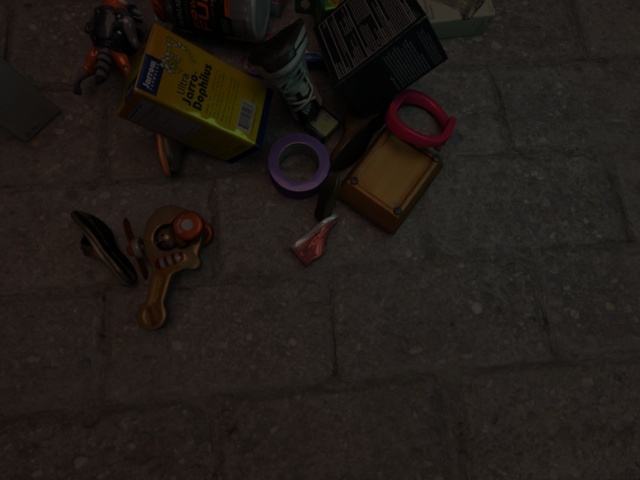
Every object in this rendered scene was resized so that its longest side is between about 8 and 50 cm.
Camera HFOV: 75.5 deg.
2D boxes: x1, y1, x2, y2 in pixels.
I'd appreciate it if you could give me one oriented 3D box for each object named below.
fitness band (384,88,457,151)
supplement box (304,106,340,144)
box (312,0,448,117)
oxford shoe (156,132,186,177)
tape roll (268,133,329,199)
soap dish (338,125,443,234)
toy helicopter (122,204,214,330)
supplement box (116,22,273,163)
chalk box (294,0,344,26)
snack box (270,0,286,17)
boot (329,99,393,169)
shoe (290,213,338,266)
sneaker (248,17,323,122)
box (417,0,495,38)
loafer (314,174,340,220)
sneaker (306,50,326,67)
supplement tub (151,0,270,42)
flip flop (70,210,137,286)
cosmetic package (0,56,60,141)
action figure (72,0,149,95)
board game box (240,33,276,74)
[{"bbox_3d":[0.311,-0.376,1.285,0.208,0.054,0.291,31,45,4],"label":"fitness band"},{"bbox_3d":[0.004,-0.370,1.331,0.083,0.056,0.083,41,78,6],"label":"supplement box"},{"bbox_3d":[0.166,-0.586,1.224,0.293,0.182,0.297,-30,57,24],"label":"box"},{"bbox_3d":[-0.421,-0.367,1.273,0.132,0.130,0.365,4,77,-9],"label":"oxford shoe"},{"bbox_3d":[-0.067,-0.229,1.284,0.188,0.080,0.189,1,78,-4],"label":"tape roll"},{"bbox_3d":[0.217,-0.197,1.274,0.228,0.118,0.291,36,77,5],"label":"soap dish"},{"bbox_3d":[-0.456,0.072,1.168,0.234,0.140,0.356,10,79,1],"label":"toy helicopter"},{"bbox_3d":[-0.342,-0.388,1.160,0.356,0.194,0.196,19,74,-36],"label":"supplement box"},{"bbox_3d":[0.060,-0.785,1.360,0.288,0.180,0.179,-13,83,-5],"label":"chalk box"},{"bbox_3d":[-0.192,-0.900,1.432,0.174,0.070,0.207,17,76,0],"label":"snack box"},{"bbox_3d":[0.105,-0.353,1.323,0.115,0.112,0.305,30,71,21],"label":"boot"},{"bbox_3d":[0.000,0.000,1.248,0.177,0.063,0.081,-38,83,-5],"label":"shoe"},{"bbox_3d":[-0.059,-0.455,1.165,0.169,0.448,0.258,-29,116,10],"label":"sneaker"},{"bbox_3d":[0.445,-0.776,1.429,0.274,0.094,0.113,-11,79,-6],"label":"box"},{"bbox_3d":[0.024,-0.129,1.257,0.056,0.050,0.148,36,116,27],"label":"loafer"},{"bbox_3d":[-0.049,-0.590,1.375,0.152,0.058,0.085,26,71,7],"label":"sneaker"},{"bbox_3d":[-0.344,-0.761,1.315,0.337,0.207,0.208,10,77,5],"label":"supplement tub"},{"bbox_3d":[-0.635,0.027,1.190,0.080,0.112,0.277,-37,87,4],"label":"flip flop"},{"bbox_3d":[-0.942,-0.463,1.128,0.217,0.385,0.156,40,78,5],"label":"cosmetic package"},{"bbox_3d":[-0.606,-0.610,1.294,0.340,0.178,0.331,3,87,-1],"label":"action figure"},{"bbox_3d":[-0.191,-0.632,1.377,0.133,0.033,0.169,26,77,15],"label":"board game box"}]
